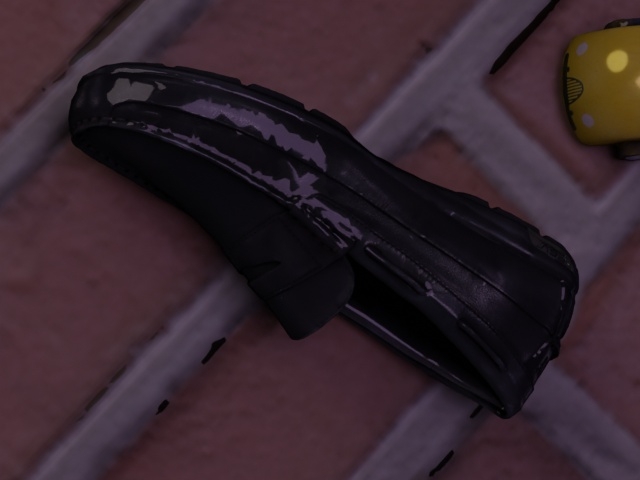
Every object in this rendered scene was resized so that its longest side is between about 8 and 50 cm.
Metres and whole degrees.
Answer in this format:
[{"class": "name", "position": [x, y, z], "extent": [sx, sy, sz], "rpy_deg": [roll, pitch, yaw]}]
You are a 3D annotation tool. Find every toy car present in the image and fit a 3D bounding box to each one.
[{"class": "toy car", "position": [0.251, -0.056, 0.817], "extent": [0.239, 0.053, 0.225], "rpy_deg": [-38, 95, -16]}]

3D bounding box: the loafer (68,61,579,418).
[{"class": "loafer", "position": [0.000, 0.000, 0.727], "extent": [0.223, 0.076, 0.078], "rpy_deg": [26, 71, -16]}]
